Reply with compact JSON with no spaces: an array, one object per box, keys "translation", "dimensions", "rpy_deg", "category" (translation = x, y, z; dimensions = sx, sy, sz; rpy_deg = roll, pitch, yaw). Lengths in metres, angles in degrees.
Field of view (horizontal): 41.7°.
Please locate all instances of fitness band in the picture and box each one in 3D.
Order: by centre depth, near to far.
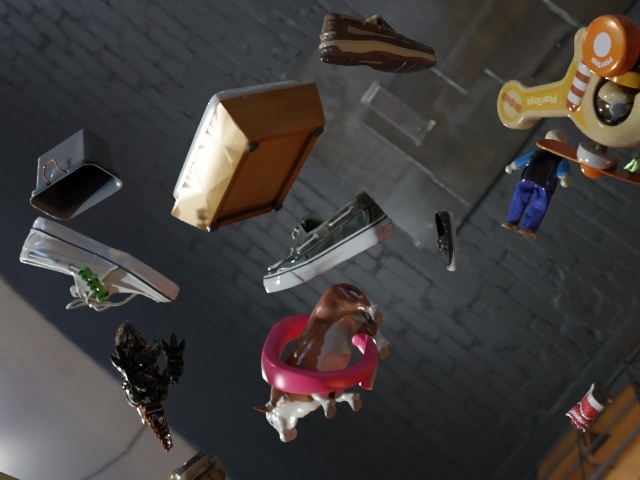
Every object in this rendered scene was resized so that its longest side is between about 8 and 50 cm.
[{"translation":[0.002,0.204,1.539],"dimensions":[0.209,0.054,0.291],"rpy_deg":[7,-164,5],"category":"fitness band"}]

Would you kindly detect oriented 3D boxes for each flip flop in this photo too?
[{"translation":[-0.247,0.512,1.793],"dimensions":[0.080,0.112,0.277],"rpy_deg":[41,163,14],"category":"flip flop"}]

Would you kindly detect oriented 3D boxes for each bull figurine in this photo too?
[{"translation":[0.006,0.223,1.498],"dimensions":[0.188,0.310,0.101],"rpy_deg":[17,170,47],"category":"bull figurine"}]

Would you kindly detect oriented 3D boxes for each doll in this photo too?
[{"translation":[0.371,-0.103,1.445],"dimensions":[0.046,0.189,0.129],"rpy_deg":[16,-171,-44],"category":"doll"}]

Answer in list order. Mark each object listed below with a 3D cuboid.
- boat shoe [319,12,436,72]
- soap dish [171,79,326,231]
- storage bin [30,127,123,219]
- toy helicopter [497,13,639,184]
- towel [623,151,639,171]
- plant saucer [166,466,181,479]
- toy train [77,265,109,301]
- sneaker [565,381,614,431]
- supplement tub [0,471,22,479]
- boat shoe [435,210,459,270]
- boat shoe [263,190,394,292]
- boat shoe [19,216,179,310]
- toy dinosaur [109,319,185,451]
[{"translation":[0.112,-0.365,1.524],"dimensions":[0.257,0.095,0.095],"rpy_deg":[-2,178,-40],"category":"boat shoe"},{"translation":[-0.131,-0.152,1.555],"dimensions":[0.229,0.291,0.118],"rpy_deg":[-19,-118,-41],"category":"soap dish"},{"translation":[-0.390,-0.111,1.318],"dimensions":[0.098,0.135,0.091],"rpy_deg":[36,-148,-51],"category":"storage bin"},{"translation":[0.390,-0.198,1.261],"dimensions":[0.140,0.235,0.355],"rpy_deg":[-7,-173,-25],"category":"toy helicopter"},{"translation":[0.534,-0.143,1.240],"dimensions":[0.113,0.152,0.023],"rpy_deg":[74,171,-76],"category":"towel"},{"translation":[-0.319,0.570,1.963],"dimensions":[0.083,0.083,0.015],"rpy_deg":[38,156,8],"category":"plant saucer"},{"translation":[-0.420,0.081,1.562],"dimensions":[0.017,0.024,0.083],"rpy_deg":[21,149,47],"category":"toy train"},{"translation":[0.439,0.271,1.371],"dimensions":[0.042,0.067,0.118],"rpy_deg":[44,-161,20],"category":"sneaker"},{"translation":[-0.405,0.479,1.174],"dimensions":[0.331,0.241,0.241],"rpy_deg":[29,-166,-13],"category":"supplement tub"},{"translation":[0.277,0.000,1.864],"dimensions":[0.040,0.049,0.142],"rpy_deg":[6,-115,-15],"category":"boat shoe"},{"translation":[0.000,0.000,1.731],"dimensions":[0.119,0.335,0.121],"rpy_deg":[60,-149,-1],"category":"boat shoe"},{"translation":[-0.491,0.086,1.811],"dimensions":[0.367,0.156,0.136],"rpy_deg":[24,167,8],"category":"boat shoe"},{"translation":[-0.394,0.322,1.948],"dimensions":[0.164,0.218,0.322],"rpy_deg":[-34,-107,-36],"category":"toy dinosaur"}]
